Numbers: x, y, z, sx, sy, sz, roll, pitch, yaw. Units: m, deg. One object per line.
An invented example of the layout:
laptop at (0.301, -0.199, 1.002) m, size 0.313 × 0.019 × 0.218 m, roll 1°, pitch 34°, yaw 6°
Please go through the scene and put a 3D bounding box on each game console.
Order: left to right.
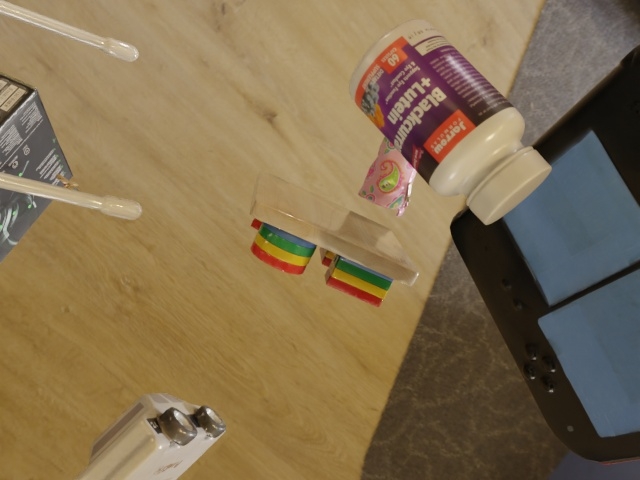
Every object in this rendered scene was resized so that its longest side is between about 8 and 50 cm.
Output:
game console at (0.299, 0.045, 0.641) m, size 0.060 × 0.386 × 0.341 m, roll -21°, pitch 74°, yaw -26°

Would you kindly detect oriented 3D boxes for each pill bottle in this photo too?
pill bottle at (0.126, -0.112, 0.613) m, size 0.108 × 0.108 × 0.193 m, roll -35°, pitch 73°, yaw -14°

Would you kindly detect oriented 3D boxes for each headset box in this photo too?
headset box at (-0.596, -0.121, 1.135) m, size 0.131 × 0.283 × 0.246 m, roll 24°, pitch 62°, yaw 7°

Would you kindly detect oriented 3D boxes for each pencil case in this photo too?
pencil case at (0.186, -0.203, 1.424) m, size 0.124 × 0.124 × 0.284 m, roll 13°, pitch 109°, yaw -21°

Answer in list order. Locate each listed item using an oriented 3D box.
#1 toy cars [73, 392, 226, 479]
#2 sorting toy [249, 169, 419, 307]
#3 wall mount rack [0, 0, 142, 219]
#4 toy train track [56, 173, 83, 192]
toy cars at (-0.225, 0.214, 0.514) m, size 0.087 × 0.176 × 0.394 m, roll 45°, pitch 38°, yaw 15°
sorting toy at (0.000, 0.000, 1.004) m, size 0.256 × 0.257 × 0.089 m, roll 24°, pitch 103°, yaw -10°
wall mount rack at (-0.331, -0.118, 0.570) m, size 0.304 × 0.130 × 0.349 m, roll -9°, pitch 62°, yaw -3°
toy train track at (-0.432, -0.087, 1.108) m, size 0.083 × 0.048 × 0.014 m, roll 36°, pitch 95°, yaw 11°
